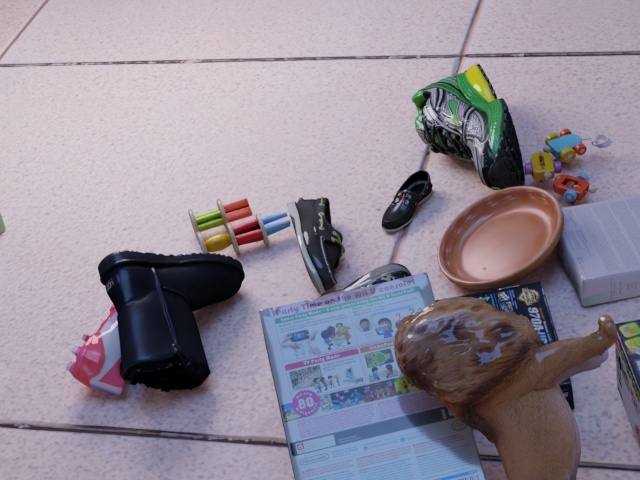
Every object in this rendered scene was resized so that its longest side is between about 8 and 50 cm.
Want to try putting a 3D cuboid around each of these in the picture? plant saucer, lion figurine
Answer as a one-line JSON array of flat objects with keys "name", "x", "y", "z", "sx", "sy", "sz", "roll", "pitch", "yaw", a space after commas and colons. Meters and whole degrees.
[{"name": "plant saucer", "x": 0.270, "y": 0.001, "z": 2.025, "sx": 0.200, "sy": 0.037, "sz": 0.200, "roll": -23, "pitch": 36, "yaw": 18}, {"name": "lion figurine", "x": 0.251, "y": 0.232, "z": 1.567, "sx": 0.240, "sy": 0.142, "sz": 0.392, "roll": -20, "pitch": 76, "yaw": -5}]

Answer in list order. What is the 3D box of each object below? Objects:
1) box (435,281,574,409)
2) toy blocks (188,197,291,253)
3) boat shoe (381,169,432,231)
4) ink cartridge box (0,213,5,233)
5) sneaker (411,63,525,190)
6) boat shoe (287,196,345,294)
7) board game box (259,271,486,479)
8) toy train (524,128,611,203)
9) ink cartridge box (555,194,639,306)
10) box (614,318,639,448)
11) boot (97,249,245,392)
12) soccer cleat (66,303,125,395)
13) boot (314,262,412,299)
[{"name": "box", "x": 0.236, "y": 0.153, "z": 1.858, "sx": 0.175, "sy": 0.051, "sz": 0.220, "roll": -11, "pitch": 36, "yaw": 3}, {"name": "toy blocks", "x": -0.129, "y": -0.029, "z": 2.204, "sx": 0.148, "sy": 0.054, "sz": 0.123, "roll": -18, "pitch": 37, "yaw": -7}, {"name": "boat shoe", "x": 0.136, "y": -0.064, "z": 2.186, "sx": 0.049, "sy": 0.042, "sz": 0.133, "roll": 17, "pitch": 47, "yaw": 31}, {"name": "ink cartridge box", "x": -0.683, "y": -0.007, "z": 2.338, "sx": 0.235, "sy": 0.056, "sz": 0.171, "roll": 12, "pitch": 43, "yaw": 26}, {"name": "sneaker", "x": 0.241, "y": -0.168, "z": 2.242, "sx": 0.146, "sy": 0.134, "sz": 0.343, "roll": -20, "pitch": 28, "yaw": 1}, {"name": "boat shoe", "x": 0.000, "y": 0.000, "z": 2.105, "sx": 0.068, "sy": 0.081, "sz": 0.228, "roll": -18, "pitch": 34, "yaw": -1}, {"name": "board game box", "x": 0.063, "y": 0.212, "z": 1.695, "sx": 0.224, "sy": 0.097, "sz": 0.303, "roll": -12, "pitch": 64, "yaw": -2}, {"name": "toy train", "x": 0.396, "y": -0.113, "z": 2.176, "sx": 0.125, "sy": 0.046, "sz": 0.166, "roll": 16, "pitch": 44, "yaw": 23}, {"name": "ink cartridge box", "x": 0.464, "y": 0.005, "z": 1.997, "sx": 0.224, "sy": 0.056, "sz": 0.181, "roll": -8, "pitch": 36, "yaw": -4}, {"name": "box", "x": 0.406, "y": 0.207, "z": 1.687, "sx": 0.036, "sy": 0.114, "sz": 0.207, "roll": -10, "pitch": 37, "yaw": 2}, {"name": "boot", "x": -0.197, "y": 0.122, "z": 1.990, "sx": 0.246, "sy": 0.094, "sz": 0.207, "roll": 6, "pitch": 52, "yaw": -38}, {"name": "soccer cleat", "x": -0.284, "y": 0.134, "z": 2.029, "sx": 0.095, "sy": 0.083, "sz": 0.248, "roll": 30, "pitch": 40, "yaw": 3}, {"name": "boot", "x": 0.057, "y": 0.135, "z": 1.868, "sx": 0.236, "sy": 0.085, "sz": 0.178, "roll": -32, "pitch": 31, "yaw": -8}]
